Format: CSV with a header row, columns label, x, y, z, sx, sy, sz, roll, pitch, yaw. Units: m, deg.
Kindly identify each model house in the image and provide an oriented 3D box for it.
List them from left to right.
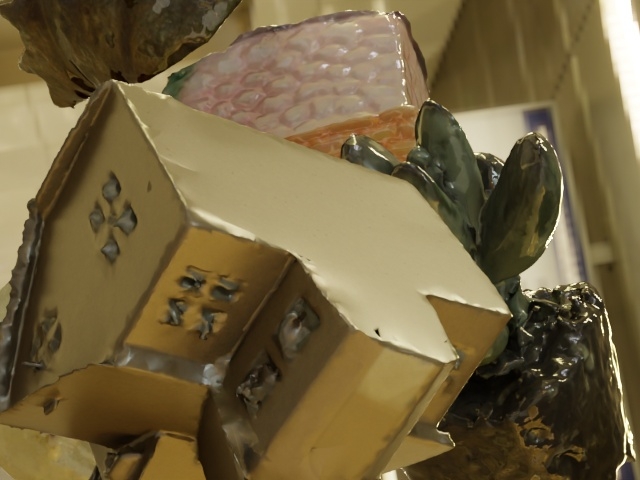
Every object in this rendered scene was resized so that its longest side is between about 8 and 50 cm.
label,x,y,z,sx,sy,sz,roll,pitch,yaw
model house,-0.052,0.094,0.705,0.248,0.180,0.176,-59,-146,22
model house,0.000,0.000,1.213,0.237,0.202,0.237,-92,169,-49

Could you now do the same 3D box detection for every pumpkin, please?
label,x,y,z,sx,sy,sz,roll,pitch,yaw
pumpkin,-0.150,-0.209,1.273,0.130,0.254,0.149,42,7,-28

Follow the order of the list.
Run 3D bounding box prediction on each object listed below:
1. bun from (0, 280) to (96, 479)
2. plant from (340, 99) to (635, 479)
label,x,y,z,sx,sy,sz,roll,pitch,yaw
bun,-0.179,0.120,1.403,0.168,0.273,0.273,-22,-106,45
plant,0.092,0.050,0.975,0.149,0.146,0.275,-73,150,-52
